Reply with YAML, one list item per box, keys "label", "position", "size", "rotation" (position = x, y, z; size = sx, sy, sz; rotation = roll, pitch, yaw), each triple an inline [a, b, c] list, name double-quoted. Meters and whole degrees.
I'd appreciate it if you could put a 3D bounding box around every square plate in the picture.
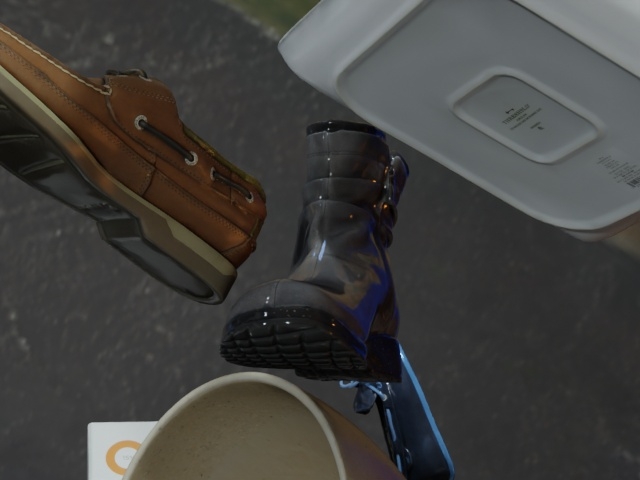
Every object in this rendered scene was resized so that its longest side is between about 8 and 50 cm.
- label: "square plate"
  position: [0.166, -0.112, 1.221]
  size: [0.344, 0.347, 0.049]
  rotation: [30, 67, -13]

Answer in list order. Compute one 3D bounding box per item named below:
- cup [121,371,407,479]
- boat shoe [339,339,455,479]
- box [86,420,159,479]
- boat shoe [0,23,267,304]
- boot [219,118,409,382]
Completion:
- label: "cup"
  position: [-0.017, 0.314, 1.495]
  size: [0.237, 0.331, 0.331]
  rotation: [25, 37, -41]
- label: "boat shoe"
  position: [0.078, 0.190, 1.933]
  size: [0.089, 0.109, 0.258]
  rotation: [-24, 74, -1]
- label: "box"
  position: [-0.153, 0.385, 1.766]
  size: [0.215, 0.168, 0.345]
  rotation: [1, 45, -9]
- label: "boat shoe"
  position: [-0.162, -0.078, 1.176]
  size: [0.307, 0.111, 0.104]
  rotation: [44, 65, -36]
- label: "boot"
  position: [0.000, 0.000, 1.332]
  size: [0.118, 0.338, 0.222]
  rotation: [2, 82, 10]
